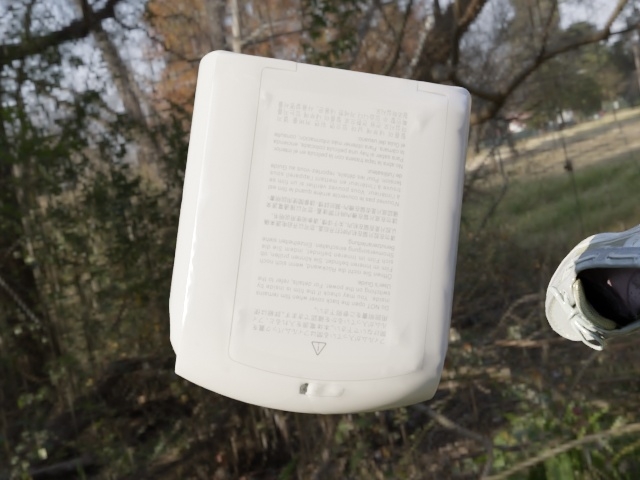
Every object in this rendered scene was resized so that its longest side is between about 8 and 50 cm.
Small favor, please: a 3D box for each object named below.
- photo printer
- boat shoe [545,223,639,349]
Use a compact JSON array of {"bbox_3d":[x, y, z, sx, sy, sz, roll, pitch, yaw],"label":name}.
[{"bbox_3d":[0.000,0.000,0.824,0.256,0.307,0.107,6,-6,-8],"label":"photo printer"},{"bbox_3d":[0.344,0.056,1.056,0.103,0.118,0.320,-38,-3,-24],"label":"boat shoe"}]
